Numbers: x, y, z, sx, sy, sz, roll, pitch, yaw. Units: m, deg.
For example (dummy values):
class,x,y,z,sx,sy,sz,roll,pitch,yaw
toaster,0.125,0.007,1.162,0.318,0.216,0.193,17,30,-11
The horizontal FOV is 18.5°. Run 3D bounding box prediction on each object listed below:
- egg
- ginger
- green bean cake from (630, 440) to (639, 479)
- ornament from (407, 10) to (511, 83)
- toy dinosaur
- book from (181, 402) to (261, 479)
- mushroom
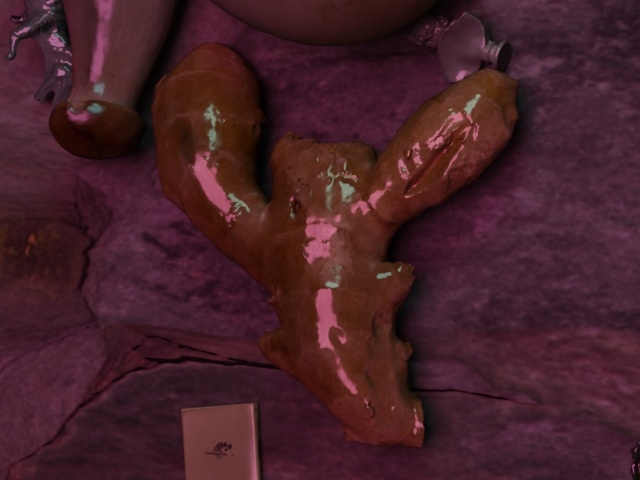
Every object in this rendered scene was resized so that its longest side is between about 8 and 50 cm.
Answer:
class,x,y,z,sx,sy,sz,roll,pitch,yaw
egg,-0.010,-0.285,1.762,0.295,0.218,0.218,6,87,31
ginger,-0.018,-0.005,1.790,0.363,0.122,0.348,10,82,17
green bean cake,0.398,0.241,1.576,0.241,0.132,0.255,-23,78,20
ornament,0.126,-0.179,1.788,0.092,0.041,0.068,45,125,10
toy dinosaur,-0.297,-0.313,1.959,0.129,0.076,0.383,-1,90,-9
book,-0.092,0.211,1.856,0.077,0.014,0.111,-6,82,21
mushroom,-0.199,-0.251,1.892,0.128,0.128,0.350,4,85,24
